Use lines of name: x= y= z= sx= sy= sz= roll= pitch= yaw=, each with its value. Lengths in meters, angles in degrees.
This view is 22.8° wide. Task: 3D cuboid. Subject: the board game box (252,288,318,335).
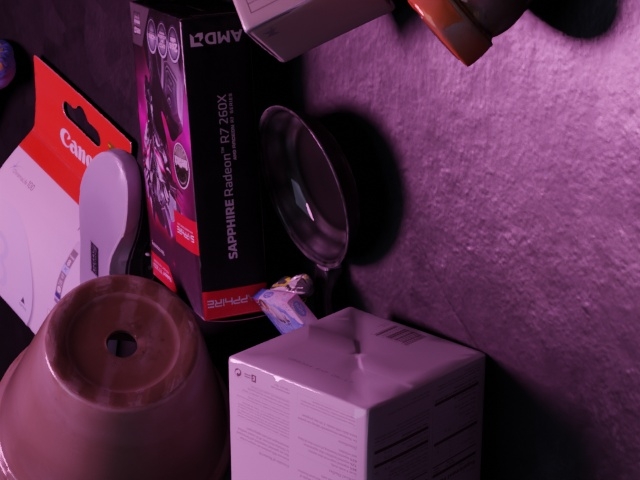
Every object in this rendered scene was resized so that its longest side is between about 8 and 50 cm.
board game box: x=-0.029 y=0.097 z=1.873 sx=0.090 sy=0.020 sz=0.090 roll=52 pitch=158 yaw=-20

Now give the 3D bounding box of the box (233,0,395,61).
box: x=-0.050 y=-0.362 z=1.667 sx=0.148 sy=0.121 sz=0.311 roll=-23 pitch=75 yaw=12

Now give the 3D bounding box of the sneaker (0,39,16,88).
sneaker: x=-0.548 y=-0.239 z=2.542 sx=0.296 sy=0.112 sz=0.131 roll=4 pitch=122 yaw=57

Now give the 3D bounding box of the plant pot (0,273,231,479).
plant pot: x=-0.258 y=0.193 z=1.998 sx=0.323 sy=0.323 sz=0.280 roll=59 pitch=157 yaw=24

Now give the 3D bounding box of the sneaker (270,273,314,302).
sneaker: x=-0.026 y=0.061 z=1.874 sx=0.035 sy=0.031 sz=0.083 roll=53 pitch=159 yaw=-19

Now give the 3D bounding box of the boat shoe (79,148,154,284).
boat shoe: x=-0.260 y=-0.008 z=2.180 sx=0.113 sy=0.105 sz=0.306 roll=41 pitch=140 yaw=35

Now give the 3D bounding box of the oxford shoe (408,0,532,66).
oxford shoe: x=0.110 y=-0.324 z=1.547 sx=0.133 sy=0.130 sz=0.363 roll=-38 pitch=53 yaw=13

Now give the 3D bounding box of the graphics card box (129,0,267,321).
graphics card box: x=-0.150 y=-0.107 z=1.953 sx=0.233 sy=0.094 sz=0.371 roll=-146 pitch=51 yaw=-65

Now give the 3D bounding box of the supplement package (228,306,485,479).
supplement package: x=0.039 y=0.242 z=1.721 sx=0.199 sy=0.198 sz=0.262 roll=18 pitch=116 yaw=40

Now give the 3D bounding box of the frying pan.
frying pan: x=0.011 y=-0.004 z=1.826 sx=0.197 sy=0.053 sz=0.326 roll=-11 pitch=101 yaw=66

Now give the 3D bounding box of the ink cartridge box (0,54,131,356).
ink cartridge box: x=-0.402 y=-0.040 z=2.389 sx=0.308 sy=0.091 sz=0.385 roll=41 pitch=134 yaw=41
